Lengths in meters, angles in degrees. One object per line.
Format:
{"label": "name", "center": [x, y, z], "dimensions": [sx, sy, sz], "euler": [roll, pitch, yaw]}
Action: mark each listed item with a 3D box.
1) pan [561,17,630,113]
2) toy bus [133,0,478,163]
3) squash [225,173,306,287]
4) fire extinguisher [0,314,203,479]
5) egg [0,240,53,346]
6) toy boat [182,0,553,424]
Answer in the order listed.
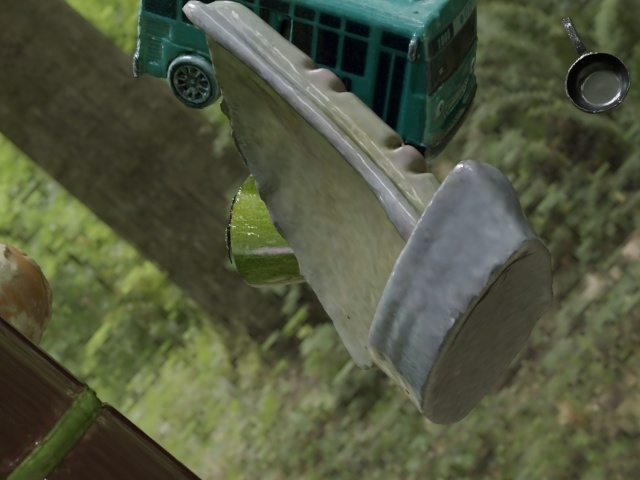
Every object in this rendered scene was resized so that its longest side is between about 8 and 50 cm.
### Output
{"label": "pan", "center": [0.285, -0.184, 1.633], "dimensions": [0.068, 0.115, 0.023], "euler": [-26, -19, 13]}
{"label": "toy bus", "center": [-0.007, -0.167, 1.192], "dimensions": [0.128, 0.256, 0.147], "euler": [-53, -25, -48]}
{"label": "squash", "center": [0.005, -0.007, 1.248], "dimensions": [0.132, 0.105, 0.105], "euler": [5, 38, 29]}
{"label": "fire extinguisher", "center": [-0.164, 0.062, 0.541], "dimensions": [0.105, 0.341, 0.141], "euler": [-40, 12, 51]}
{"label": "egg", "center": [-0.369, 0.086, 1.469], "dimensions": [0.233, 0.195, 0.195], "euler": [-32, -1, -20]}
{"label": "toy boat", "center": [0.040, -0.005, 1.047], "dimensions": [0.111, 0.293, 0.276], "euler": [-32, -39, -21]}
